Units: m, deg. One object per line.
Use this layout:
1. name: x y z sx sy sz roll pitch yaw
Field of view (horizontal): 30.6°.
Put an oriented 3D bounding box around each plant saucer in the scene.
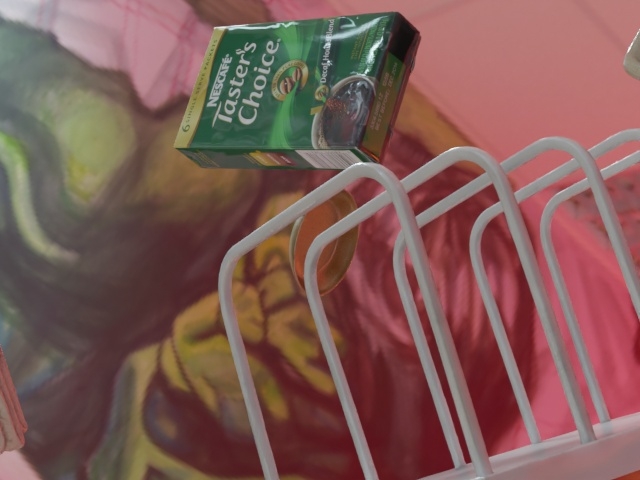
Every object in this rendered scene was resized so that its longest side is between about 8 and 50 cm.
1. plant saucer: 0.000 0.000 0.868 0.015 0.083 0.083 16 -28 33

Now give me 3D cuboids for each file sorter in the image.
1. file sorter: 0.109 0.047 0.638 0.193 0.277 0.173 -32 -109 53

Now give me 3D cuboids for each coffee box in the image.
1. coffee box: -0.021 -0.109 0.875 0.184 0.113 0.040 5 -19 40

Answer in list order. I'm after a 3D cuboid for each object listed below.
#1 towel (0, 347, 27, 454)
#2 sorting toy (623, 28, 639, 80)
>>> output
1. towel: -0.432 0.138 1.105 0.282 0.049 0.187 -7 -64 3
2. sorting toy: 0.310 -0.143 0.694 0.193 0.208 0.038 29 -14 12
